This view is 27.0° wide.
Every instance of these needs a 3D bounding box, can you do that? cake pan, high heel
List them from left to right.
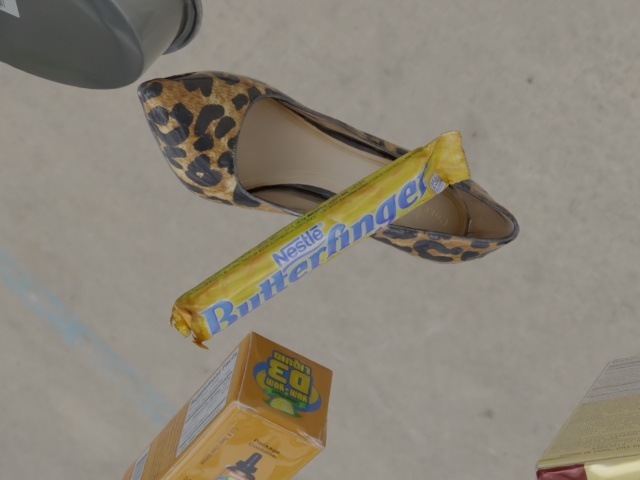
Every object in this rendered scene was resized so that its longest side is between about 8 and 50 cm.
[{"bbox_3d":[-0.226,-0.198,0.940,0.293,0.054,0.293,22,162,8],"label":"cake pan"},{"bbox_3d":[0.013,-0.052,0.903,0.186,0.093,0.261,9,169,37],"label":"high heel"}]

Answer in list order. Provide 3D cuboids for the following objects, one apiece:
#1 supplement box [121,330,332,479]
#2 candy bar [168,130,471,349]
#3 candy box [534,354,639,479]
[{"bbox_3d":[-0.081,0.170,1.024,0.078,0.080,0.233,29,133,-16],"label":"supplement box"},{"bbox_3d":[0.000,0.000,0.631,0.018,0.161,0.040,56,177,33],"label":"candy bar"},{"bbox_3d":[0.217,0.183,0.833,0.087,0.316,0.183,-11,92,19],"label":"candy box"}]
